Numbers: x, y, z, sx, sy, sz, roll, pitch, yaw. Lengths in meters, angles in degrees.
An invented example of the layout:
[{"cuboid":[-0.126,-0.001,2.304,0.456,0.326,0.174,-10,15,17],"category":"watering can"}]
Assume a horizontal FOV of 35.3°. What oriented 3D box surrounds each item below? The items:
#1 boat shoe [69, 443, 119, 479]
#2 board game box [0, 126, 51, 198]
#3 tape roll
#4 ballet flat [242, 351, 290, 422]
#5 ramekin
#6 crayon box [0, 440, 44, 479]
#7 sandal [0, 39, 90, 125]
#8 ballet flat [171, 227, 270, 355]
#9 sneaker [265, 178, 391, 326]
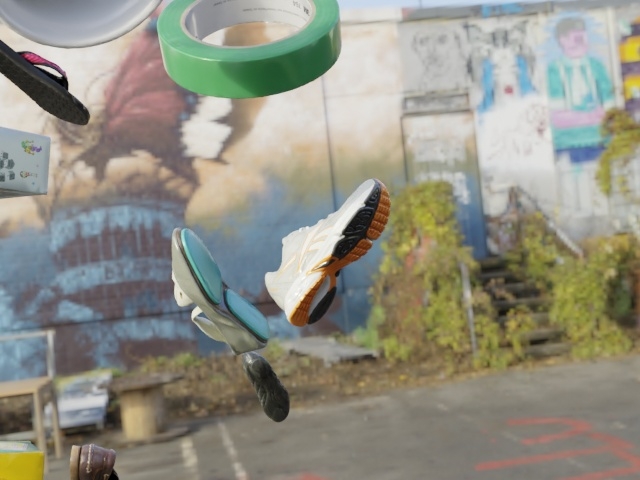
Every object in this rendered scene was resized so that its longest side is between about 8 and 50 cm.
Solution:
[{"cuboid":[-0.353,0.381,1.577,0.073,0.073,0.207,2,-32,-11],"category":"boat shoe"},{"cuboid":[-0.576,-0.120,1.428,0.224,0.097,0.303,-3,-8,40],"category":"board game box"},{"cuboid":[-0.123,-0.365,1.770,0.321,0.077,0.321,-3,39,3],"category":"tape roll"},{"cuboid":[-0.102,0.278,1.925,0.057,0.173,0.049,-29,31,-13],"category":"ballet flat"},{"cuboid":[-0.331,-0.404,1.309,0.277,0.277,0.135,-5,37,-32],"category":"ramekin"},{"cuboid":[-0.546,0.415,1.255,0.363,0.313,0.106,4,-1,-26],"category":"crayon box"},{"cuboid":[-0.337,-0.200,1.176,0.179,0.040,0.067,40,-30,-26],"category":"sandal"},{"cuboid":[-0.136,0.070,1.199,0.068,0.072,0.213,-22,-48,16],"category":"ballet flat"},{"cuboid":[0.000,0.000,1.585,0.121,0.262,0.099,41,7,35],"category":"sneaker"}]
